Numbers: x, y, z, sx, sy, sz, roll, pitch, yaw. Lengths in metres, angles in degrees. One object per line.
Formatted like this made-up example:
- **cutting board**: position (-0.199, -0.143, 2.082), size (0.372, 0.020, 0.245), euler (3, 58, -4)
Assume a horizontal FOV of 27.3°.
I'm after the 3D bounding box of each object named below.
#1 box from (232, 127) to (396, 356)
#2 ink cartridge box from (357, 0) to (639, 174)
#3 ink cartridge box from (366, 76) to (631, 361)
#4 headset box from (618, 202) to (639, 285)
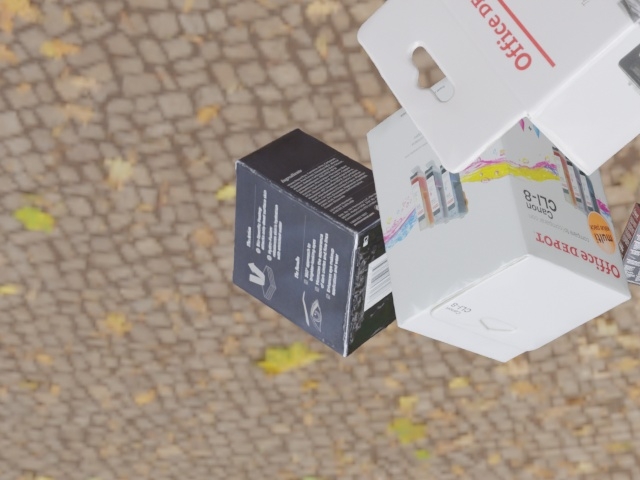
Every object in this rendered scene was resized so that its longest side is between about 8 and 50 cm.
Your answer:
- **box**: position (0.000, 0.000, 1.284), size (0.158, 0.093, 0.156), euler (32, 136, 29)
- **ink cartridge box**: position (0.114, -0.104, 0.541), size (0.180, 0.104, 0.060), euler (-41, 139, 15)
- **ink cartridge box**: position (0.131, -0.020, 0.986), size (0.128, 0.176, 0.127), euler (20, 141, -40)
- **headset box**: position (0.332, 0.004, 1.304), size (0.062, 0.032, 0.083), euler (14, 113, -8)
